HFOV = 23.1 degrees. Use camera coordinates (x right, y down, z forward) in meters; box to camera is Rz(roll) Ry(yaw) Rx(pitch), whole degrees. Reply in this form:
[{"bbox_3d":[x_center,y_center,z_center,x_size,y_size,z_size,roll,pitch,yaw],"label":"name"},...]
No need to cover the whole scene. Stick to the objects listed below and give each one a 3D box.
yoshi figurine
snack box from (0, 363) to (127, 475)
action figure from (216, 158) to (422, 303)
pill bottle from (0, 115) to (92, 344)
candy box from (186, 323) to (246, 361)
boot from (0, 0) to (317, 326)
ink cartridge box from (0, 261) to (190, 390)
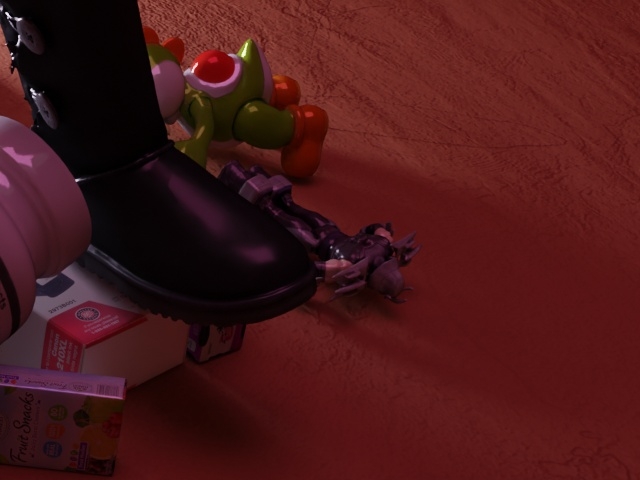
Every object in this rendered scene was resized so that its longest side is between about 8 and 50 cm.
[{"bbox_3d":[-0.184,-0.151,2.098,0.362,0.203,0.203,8,67,-34],"label":"yoshi figurine"},{"bbox_3d":[-0.264,0.174,1.525,0.141,0.100,0.037,8,31,-8],"label":"snack box"},{"bbox_3d":[0.000,0.000,1.933,0.285,0.099,0.185,34,29,27],"label":"action figure"},{"bbox_3d":[-0.405,0.046,1.492,0.210,0.210,0.363,29,52,27],"label":"pill bottle"},{"bbox_3d":[-0.176,0.009,1.782,0.071,0.159,0.233,-16,39,-43],"label":"candy box"},{"bbox_3d":[-0.181,-0.161,1.514,0.367,0.445,0.146,17,36,36],"label":"boot"},{"bbox_3d":[-0.283,0.068,1.702,0.237,0.100,0.172,30,34,28],"label":"ink cartridge box"}]
